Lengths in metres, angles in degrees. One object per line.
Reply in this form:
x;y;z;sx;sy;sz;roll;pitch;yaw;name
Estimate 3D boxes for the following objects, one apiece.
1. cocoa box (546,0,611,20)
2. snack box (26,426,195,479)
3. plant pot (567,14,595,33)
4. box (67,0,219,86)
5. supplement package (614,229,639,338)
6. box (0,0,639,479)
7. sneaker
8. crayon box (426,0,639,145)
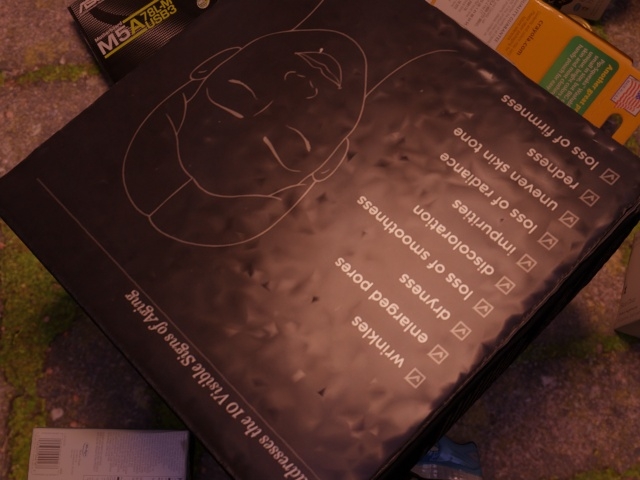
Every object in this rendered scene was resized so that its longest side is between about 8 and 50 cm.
0.342;-0.536;1.079;0.227;0.231;0.347;14;74;3;cocoa box
-0.248;0.381;0.884;0.187;0.060;0.322;2;74;-1;snack box
0.332;-0.260;1.071;0.134;0.095;0.134;1;73;-2;plant pot
-0.228;-0.299;1.070;0.190;0.045;0.184;-32;79;3;box
0.504;0.049;0.903;0.204;0.262;0.145;18;74;3;supplement package
0.000;0.000;0.854;0.471;0.297;0.480;-42;71;-14;box
0.119;0.259;0.944;0.162;0.063;0.073;14;55;-2;sneaker
0.251;-0.210;1.007;0.323;0.083;0.203;38;116;9;crayon box
